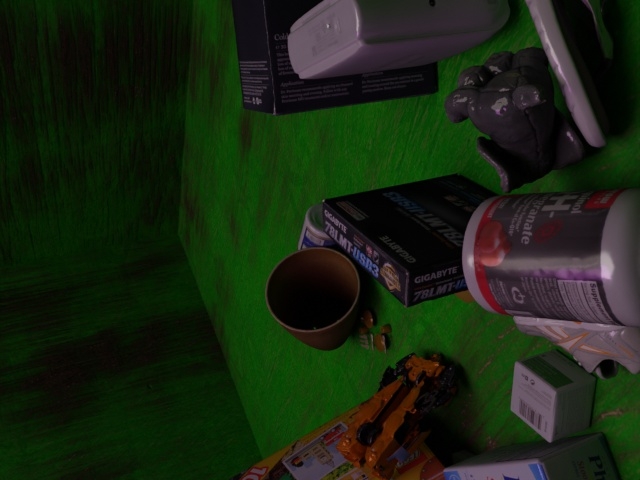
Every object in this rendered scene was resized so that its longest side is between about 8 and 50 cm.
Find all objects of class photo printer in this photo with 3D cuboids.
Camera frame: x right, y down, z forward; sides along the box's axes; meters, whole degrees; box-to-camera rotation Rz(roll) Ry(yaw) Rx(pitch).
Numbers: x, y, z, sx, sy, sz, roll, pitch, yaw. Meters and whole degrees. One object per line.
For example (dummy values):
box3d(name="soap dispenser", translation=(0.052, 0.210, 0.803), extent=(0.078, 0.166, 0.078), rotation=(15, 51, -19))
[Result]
box3d(name="photo printer", translation=(0.132, -0.345, 1.207), extent=(0.256, 0.307, 0.107), rotation=(-2, 100, 64))

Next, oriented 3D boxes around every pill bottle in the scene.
box3d(name="pill bottle", translation=(0.361, 0.021, 0.970), extent=(0.318, 0.176, 0.176), rotation=(0, 102, 49))
box3d(name="pill bottle", translation=(0.000, 0.000, 1.948), extent=(0.187, 0.112, 0.112), rotation=(107, 144, -50))

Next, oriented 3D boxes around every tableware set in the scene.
box3d(name="tableware set", translation=(0.136, 0.225, 1.860), extent=(0.154, 0.024, 0.104), rotation=(177, 85, -68))

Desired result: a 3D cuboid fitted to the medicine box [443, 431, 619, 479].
box3d(name="medicine box", translation=(0.375, 0.483, 1.240), extent=(0.289, 0.149, 0.264), rotation=(-42, 63, 61))

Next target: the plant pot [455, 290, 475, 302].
box3d(name="plant pot", translation=(0.281, 0.067, 1.366), extent=(0.083, 0.081, 0.081), rotation=(64, 156, 2))

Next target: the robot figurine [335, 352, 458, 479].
box3d(name="robot figurine", translation=(0.171, 0.358, 1.554), extent=(0.085, 0.291, 0.211), rotation=(53, 159, -23))

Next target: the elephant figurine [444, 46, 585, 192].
box3d(name="elephant figurine", translation=(0.301, -0.147, 1.084), extent=(0.169, 0.186, 0.239), rotation=(-6, 126, 39))

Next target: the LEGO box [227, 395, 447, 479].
box3d(name="LEGO box", translation=(0.019, 0.600, 1.612), extent=(0.193, 0.500, 0.372), rotation=(65, 171, -20))

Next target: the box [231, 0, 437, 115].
box3d(name="box", translation=(0.023, -0.416, 1.387), extent=(0.179, 0.343, 0.313), rotation=(-151, 53, -62))

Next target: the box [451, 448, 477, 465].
box3d(name="box", translation=(0.341, 0.523, 1.501), extent=(0.186, 0.038, 0.145), rotation=(-171, 71, -67))

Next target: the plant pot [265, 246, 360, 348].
box3d(name="plant pot", translation=(0.003, 0.182, 1.919), extent=(0.254, 0.237, 0.237), rotation=(71, 172, -56))

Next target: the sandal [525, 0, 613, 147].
box3d(name="sandal", translation=(0.334, -0.331, 0.995), extent=(0.102, 0.169, 0.417), rotation=(-20, 88, 26))

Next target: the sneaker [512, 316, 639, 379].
box3d(name="sneaker", translation=(0.393, 0.151, 1.123), extent=(0.262, 0.099, 0.121), rotation=(-13, 93, 69))

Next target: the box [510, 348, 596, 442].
box3d(name="box", translation=(0.379, 0.252, 1.209), extent=(0.101, 0.087, 0.102), rotation=(-141, 45, -56))

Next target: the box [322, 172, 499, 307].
box3d(name="box", translation=(0.194, -0.015, 1.246), extent=(0.295, 0.293, 0.073), rotation=(-137, 41, -55))
